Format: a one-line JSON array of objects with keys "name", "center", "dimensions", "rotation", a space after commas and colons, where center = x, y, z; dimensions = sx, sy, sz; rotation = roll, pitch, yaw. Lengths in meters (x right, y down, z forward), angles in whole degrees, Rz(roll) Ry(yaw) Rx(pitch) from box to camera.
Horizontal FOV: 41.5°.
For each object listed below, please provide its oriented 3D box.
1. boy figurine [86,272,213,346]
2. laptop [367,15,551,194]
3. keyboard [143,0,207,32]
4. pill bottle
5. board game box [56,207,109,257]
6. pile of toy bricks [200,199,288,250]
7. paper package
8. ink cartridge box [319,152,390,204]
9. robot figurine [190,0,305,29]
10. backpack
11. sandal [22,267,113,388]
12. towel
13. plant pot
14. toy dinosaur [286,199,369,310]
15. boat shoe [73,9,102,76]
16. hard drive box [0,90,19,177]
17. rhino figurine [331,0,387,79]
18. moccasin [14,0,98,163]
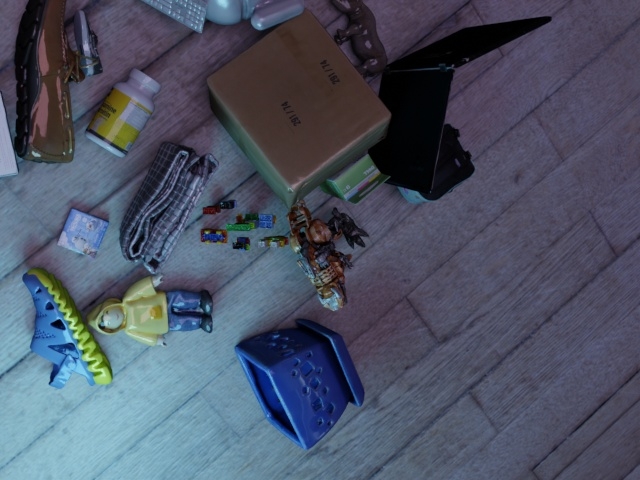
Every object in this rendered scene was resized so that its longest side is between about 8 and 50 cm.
[{"name": "boy figurine", "center": [-0.397, 0.162, 1.965], "dimensions": [0.285, 0.092, 0.177], "rotation": [1, 102, -22]}, {"name": "laptop", "center": [0.300, -0.321, 1.960], "dimensions": [0.407, 0.382, 0.236], "rotation": [-28, 108, -13]}, {"name": "keyboard", "center": [-0.350, -0.532, 1.808], "dimensions": [0.256, 0.014, 0.072], "rotation": [32, 124, 13]}, {"name": "pill bottle", "center": [-0.432, -0.284, 1.866], "dimensions": [0.103, 0.103, 0.184], "rotation": [32, 88, -21]}, {"name": "board game box", "center": [-0.540, -0.017, 1.920], "dimensions": [0.090, 0.020, 0.090], "rotation": [22, 92, -20]}, {"name": "pile of toy bricks", "center": [-0.173, -0.039, 1.997], "dimensions": [0.212, 0.105, 0.118], "rotation": [3, 102, 21]}, {"name": "paper package", "center": [-0.048, -0.293, 1.902], "dimensions": [0.309, 0.168, 0.325], "rotation": [-37, 83, -11]}, {"name": "ink cartridge box", "center": [0.069, -0.155, 2.002], "dimensions": [0.109, 0.209, 0.062], "rotation": [-38, 112, -9]}, {"name": "robot figurine", "center": [-0.152, -0.600, 1.854], "dimensions": [0.353, 0.200, 0.300], "rotation": [-26, 73, -13]}, {"name": "backpack", "center": [0.263, -0.183, 2.094], "dimensions": [0.188, 0.144, 0.166], "rotation": [-42, 113, -30]}, {"name": "sandal", "center": [-0.591, 0.212, 1.893], "dimensions": [0.138, 0.126, 0.317], "rotation": [-26, 105, -9]}, {"name": "towel", "center": [-0.346, -0.084, 1.863], "dimensions": [0.121, 0.235, 0.284], "rotation": [29, 89, -15]}, {"name": "plant pot", "center": [-0.041, 0.328, 2.045], "dimensions": [0.212, 0.236, 0.236], "rotation": [-29, 108, -19]}, {"name": "toy dinosaur", "center": [0.000, 0.000, 1.980], "dimensions": [0.164, 0.218, 0.322], "rotation": [-3, 94, 24]}, {"name": "boat shoe", "center": [-0.508, -0.432, 1.848], "dimensions": [0.040, 0.049, 0.142], "rotation": [-15, 106, -35]}, {"name": "hard drive box", "center": [-0.770, -0.209, 1.771], "dimensions": [0.232, 0.089, 0.181], "rotation": [-11, 103, -17]}, {"name": "rhino figurine", "center": [0.088, -0.501, 2.022], "dimensions": [0.106, 0.073, 0.243], "rotation": [-22, 105, -10]}, {"name": "moccasin", "center": [-0.561, -0.354, 1.790], "dimensions": [0.147, 0.139, 0.380], "rotation": [0, 90, -37]}]
